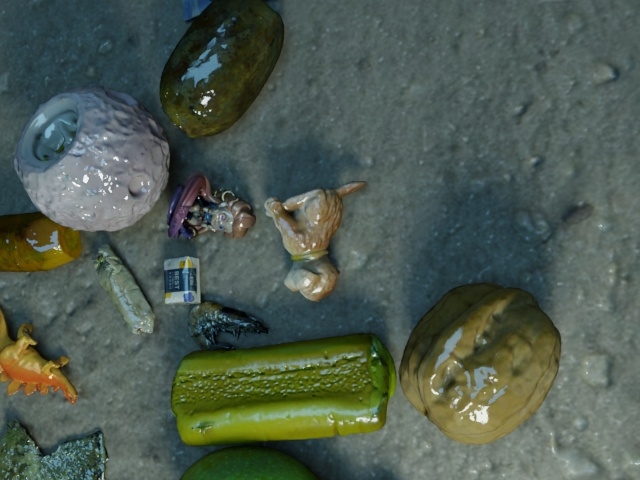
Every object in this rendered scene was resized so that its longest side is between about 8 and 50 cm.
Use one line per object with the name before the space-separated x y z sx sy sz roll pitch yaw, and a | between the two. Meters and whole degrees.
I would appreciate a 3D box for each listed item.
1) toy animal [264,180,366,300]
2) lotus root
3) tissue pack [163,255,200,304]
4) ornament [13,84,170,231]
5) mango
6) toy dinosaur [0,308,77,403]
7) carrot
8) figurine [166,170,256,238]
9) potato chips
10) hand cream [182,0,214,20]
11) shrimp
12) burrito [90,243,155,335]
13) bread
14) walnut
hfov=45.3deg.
toy animal | 0.012 0.001 1.312 0.184 0.104 0.185 -16 77 2
lotus root | -0.175 -0.308 1.351 0.160 0.152 0.274 34 93 3
tissue pack | -0.249 0.073 1.377 0.062 0.042 0.083 -7 80 30
ornament | -0.386 -0.135 1.333 0.260 0.225 0.259 -14 62 27
mango | -0.062 0.465 1.221 0.382 0.201 0.225 22 81 18
toy dinosaur | -0.557 0.221 1.417 0.288 0.070 0.117 36 92 17
carrot | -0.594 0.009 1.424 0.302 0.114 0.114 -4 83 14
figurine | -0.194 -0.057 1.361 0.157 0.114 0.126 -1 122 -15
potato chips | -0.496 0.419 1.402 0.220 0.029 0.201 20 91 10
hand cream | -0.132 -0.470 1.411 0.272 0.058 0.091 -7 80 16
shrimp | -0.165 0.160 1.364 0.161 0.034 0.091 10 89 20
burrito | -0.359 0.094 1.400 0.058 0.045 0.188 -36 81 13
bread | -0.062 0.256 1.286 0.384 0.112 0.166 -8 62 10
walnut | 0.247 0.180 1.186 0.224 0.257 0.257 34 92 44
